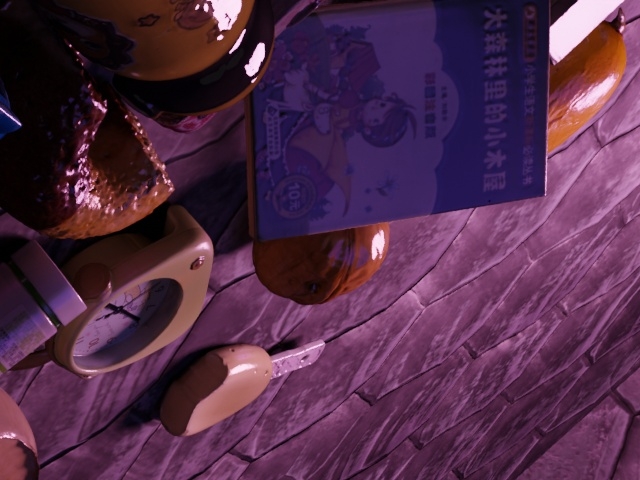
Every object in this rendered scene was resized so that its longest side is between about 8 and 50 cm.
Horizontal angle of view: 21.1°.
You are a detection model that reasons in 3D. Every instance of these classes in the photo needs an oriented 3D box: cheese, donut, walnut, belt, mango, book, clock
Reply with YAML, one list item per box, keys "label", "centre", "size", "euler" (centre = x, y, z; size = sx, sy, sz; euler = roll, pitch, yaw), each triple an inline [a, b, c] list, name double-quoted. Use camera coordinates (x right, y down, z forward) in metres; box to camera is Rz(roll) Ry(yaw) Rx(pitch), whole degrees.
- label: "cheese"
  centre: [-0.086, 0.165, 2.144]
  size: [0.255, 0.050, 0.127]
  euler: [-18, 146, -45]
- label: "donut"
  centre: [-0.225, -0.075, 1.454]
  size: [0.151, 0.112, 0.295]
  euler: [-42, 155, -4]
- label: "walnut"
  centre: [0.000, 0.000, 1.884]
  size: [0.144, 0.144, 0.180]
  euler: [-20, 165, -40]
- label: "belt"
  centre: [-0.068, -0.189, 1.556]
  size: [0.232, 0.071, 0.053]
  euler: [-41, 163, 7]
- label: "mango"
  centre: [0.240, -0.155, 2.012]
  size: [0.317, 0.119, 0.176]
  euler: [-47, 163, 24]
- label: "book"
  centre: [0.080, -0.127, 1.682]
  size: [0.322, 0.018, 0.228]
  euler: [-10, 114, -19]
- label: "clock"
  centre: [-0.221, 0.066, 1.750]
  size: [0.232, 0.069, 0.170]
  euler: [-25, 152, -30]

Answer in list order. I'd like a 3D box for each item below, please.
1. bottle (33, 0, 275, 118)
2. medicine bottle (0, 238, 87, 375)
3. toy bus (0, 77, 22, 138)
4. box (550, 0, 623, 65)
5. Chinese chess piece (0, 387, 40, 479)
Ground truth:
- label: "bottle"
  centre: [-0.131, -0.205, 1.299]
  size: [0.171, 0.171, 0.351]
  euler: [-41, 156, -2]
- label: "medicine bottle"
  centre: [-0.317, 0.086, 1.616]
  size: [0.183, 0.086, 0.086]
  euler: [-37, 156, -9]
- label: "toy bus"
  centre: [-0.344, -0.068, 1.258]
  size: [0.246, 0.134, 0.113]
  euler: [-41, 156, 1]
- label: "box"
  centre: [0.272, -0.312, 1.778]
  size: [0.225, 0.129, 0.086]
  euler: [-44, 156, 4]
- label: "Chinese chess piece"
  centre: [-0.404, 0.245, 1.734]
  size: [0.249, 0.103, 0.250]
  euler: [-33, 154, -18]
